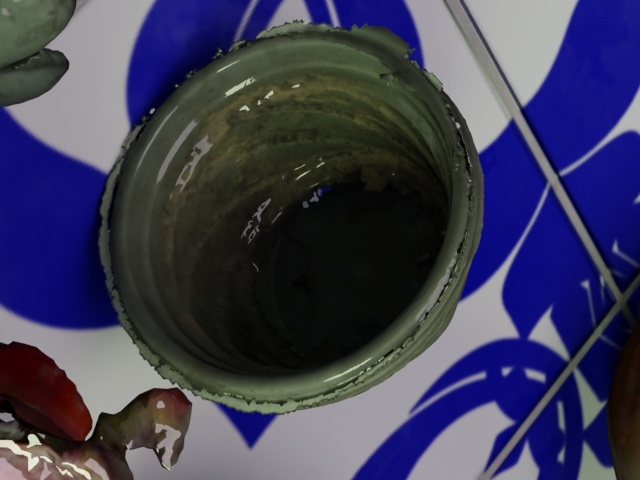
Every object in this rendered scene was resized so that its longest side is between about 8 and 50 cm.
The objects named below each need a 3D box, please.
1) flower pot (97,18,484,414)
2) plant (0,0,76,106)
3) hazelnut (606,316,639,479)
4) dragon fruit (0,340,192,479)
[{"bbox_3d":[0.000,0.000,1.049,0.236,0.235,0.140,-67,154,-8],"label":"flower pot"},{"bbox_3d":[-0.243,-0.069,0.848,0.274,0.146,0.149,-27,113,-34],"label":"plant"},{"bbox_3d":[0.393,0.147,1.325,0.372,0.315,0.372,2,72,-5],"label":"hazelnut"},{"bbox_3d":[-0.214,0.177,0.850,0.314,0.263,0.296,-12,102,-12],"label":"dragon fruit"}]
